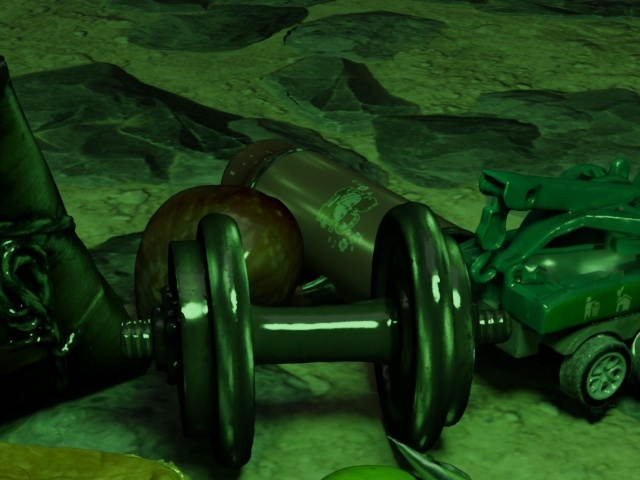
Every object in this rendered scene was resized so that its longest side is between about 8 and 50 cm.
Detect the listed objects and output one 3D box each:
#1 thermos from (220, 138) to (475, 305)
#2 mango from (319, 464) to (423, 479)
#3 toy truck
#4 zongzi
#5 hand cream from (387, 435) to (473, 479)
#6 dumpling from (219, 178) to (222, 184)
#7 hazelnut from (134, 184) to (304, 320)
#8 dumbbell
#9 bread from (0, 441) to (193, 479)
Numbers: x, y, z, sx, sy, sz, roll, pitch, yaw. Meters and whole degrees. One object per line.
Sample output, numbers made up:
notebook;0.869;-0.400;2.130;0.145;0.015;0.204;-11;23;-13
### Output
thermos;0.007;0.000;1.466;0.109;0.136;0.330;18;9;-40
mango;0.037;0.183;1.089;0.108;0.056;0.073;0;24;-36
toy truck;0.265;0.015;1.321;0.363;0.178;0.176;-8;26;-33
zongzi;-0.377;0.031;1.231;0.383;0.319;0.362;-31;39;-21
hand cream;0.132;0.198;1.053;0.086;0.055;0.235;34;0;-38
dumpling;-0.064;-0.063;1.667;0.077;0.043;0.059;0;45;-9
hazelnut;-0.088;0.024;1.337;0.154;0.143;0.143;-24;6;38
dumbbell;-0.002;0.068;1.181;0.290;0.192;0.192;-2;24;-7
bread;-0.152;0.207;0.906;0.149;0.158;0.143;-1;25;8
